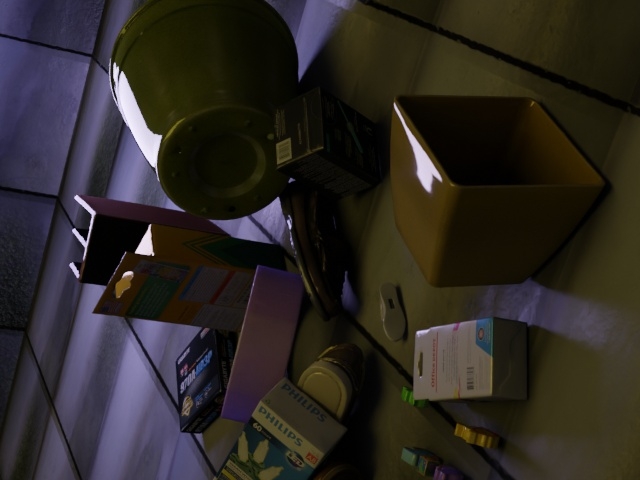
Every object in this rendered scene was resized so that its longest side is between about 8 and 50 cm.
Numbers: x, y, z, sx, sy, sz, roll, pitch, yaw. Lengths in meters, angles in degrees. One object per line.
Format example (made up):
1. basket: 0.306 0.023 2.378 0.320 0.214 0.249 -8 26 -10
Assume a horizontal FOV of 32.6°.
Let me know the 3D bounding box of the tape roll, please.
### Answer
1. tape roll: -0.101 0.185 1.919 0.275 0.090 0.274 -165 90 -87

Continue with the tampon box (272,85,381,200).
1. tampon box: 0.011 -0.158 1.825 0.101 0.161 0.120 -21 60 32

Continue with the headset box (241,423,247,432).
1. headset box: -0.122 0.370 2.074 0.062 0.032 0.083 54 130 54

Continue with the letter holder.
1. letter holder: -0.388 0.009 2.397 0.214 0.302 0.152 34 112 60

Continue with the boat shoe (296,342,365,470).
1. boat shoe: -0.012 0.297 1.821 0.097 0.117 0.324 -45 -17 -48

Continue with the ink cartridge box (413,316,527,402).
1. ink cartridge box: 0.202 0.167 1.495 0.181 0.062 0.104 -18 65 59

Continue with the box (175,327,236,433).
1. box: -0.238 0.283 2.299 0.220 0.051 0.175 -48 42 47

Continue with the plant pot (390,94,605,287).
1. plant pot: 0.203 -0.055 1.428 0.212 0.212 0.187 -116 32 -48

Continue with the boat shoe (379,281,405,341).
1. boat shoe: 0.110 0.117 1.722 0.035 0.035 0.100 92 167 -60

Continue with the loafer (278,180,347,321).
1. loafer: 0.000 0.000 1.895 0.109 0.095 0.302 62 -172 -50

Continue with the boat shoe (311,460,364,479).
1. boat shoe: -0.022 0.472 1.768 0.104 0.111 0.307 48 123 55

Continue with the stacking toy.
1. stacking toy: 0.161 0.317 1.546 0.221 0.052 0.166 23 100 64

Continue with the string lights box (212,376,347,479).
1. string lights box: -0.072 0.353 1.777 0.133 0.077 0.259 38 132 11

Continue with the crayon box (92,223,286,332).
1. crayon box: -0.254 0.073 2.102 0.203 0.323 0.083 -53 39 41

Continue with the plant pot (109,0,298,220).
1. plant pot: -0.190 -0.228 1.986 0.353 0.367 0.366 -108 38 -53
